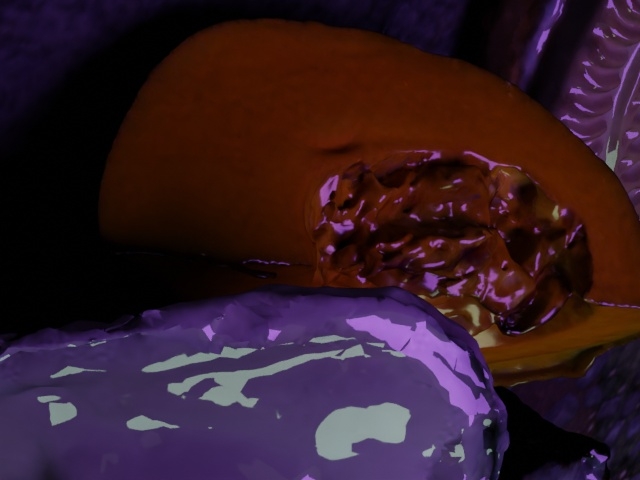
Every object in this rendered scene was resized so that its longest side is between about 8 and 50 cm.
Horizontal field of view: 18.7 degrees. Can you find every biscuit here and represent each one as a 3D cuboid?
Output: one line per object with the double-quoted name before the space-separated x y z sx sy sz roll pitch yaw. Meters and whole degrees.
"biscuit" 0.171 -0.096 0.936 0.259 0.079 0.259 -32 140 -32

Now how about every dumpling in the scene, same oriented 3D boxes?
"dumpling" -0.075 0.128 0.745 0.260 0.341 0.181 0 81 -13

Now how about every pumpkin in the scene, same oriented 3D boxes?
"pumpkin" -0.003 -0.004 0.800 0.279 0.111 0.163 7 155 -33

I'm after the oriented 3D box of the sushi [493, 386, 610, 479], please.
"sushi" 0.084 0.157 1.012 0.147 0.115 0.212 -57 145 -5
